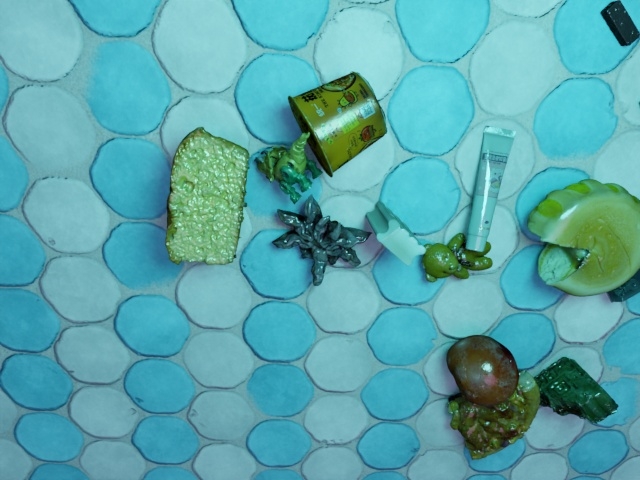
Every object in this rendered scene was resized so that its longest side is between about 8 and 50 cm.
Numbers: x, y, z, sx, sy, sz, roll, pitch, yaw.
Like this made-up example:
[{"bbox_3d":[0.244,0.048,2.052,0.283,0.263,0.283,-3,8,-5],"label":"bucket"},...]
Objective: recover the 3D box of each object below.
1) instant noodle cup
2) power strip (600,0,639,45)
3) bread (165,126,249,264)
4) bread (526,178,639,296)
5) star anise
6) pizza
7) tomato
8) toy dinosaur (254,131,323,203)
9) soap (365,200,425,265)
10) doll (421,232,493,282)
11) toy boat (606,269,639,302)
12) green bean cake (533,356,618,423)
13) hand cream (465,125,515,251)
[{"bbox_3d":[0.044,-0.282,0.981,0.172,0.216,0.215,-30,109,-1],"label":"instant noodle cup"},{"bbox_3d":[0.724,-0.524,0.999,0.038,0.029,0.111,-43,109,12],"label":"power strip"},{"bbox_3d":[-0.275,-0.113,1.041,0.195,0.179,0.339,9,108,-7],"label":"bread"},{"bbox_3d":[0.719,-0.010,1.124,0.333,0.160,0.332,-1,112,-3],"label":"bread"},{"bbox_3d":[0.001,-0.004,1.128,0.283,0.129,0.212,41,121,-11],"label":"star anise"},{"bbox_3d":[0.560,0.576,1.355,0.278,0.114,0.408,21,116,-9],"label":"pizza"},{"bbox_3d":[0.490,0.384,1.242,0.185,0.208,0.208,-25,110,0],"label":"tomato"},{"bbox_3d":[-0.064,-0.184,1.008,0.153,0.259,0.094,42,62,-17],"label":"toy dinosaur"},{"bbox_3d":[0.190,-0.023,1.079,0.119,0.198,0.066,39,103,-15],"label":"soap"},{"bbox_3d":[0.393,0.053,1.173,0.210,0.097,0.137,-10,105,-4],"label":"doll"},{"bbox_3d":[0.930,0.090,1.215,0.246,0.103,0.092,-30,95,-5],"label":"toy boat"},{"bbox_3d":[0.771,0.484,1.290,0.193,0.208,0.107,-39,104,10],"label":"green bean cake"},{"bbox_3d":[0.447,-0.135,1.116,0.085,0.058,0.330,9,95,-2],"label":"hand cream"}]
